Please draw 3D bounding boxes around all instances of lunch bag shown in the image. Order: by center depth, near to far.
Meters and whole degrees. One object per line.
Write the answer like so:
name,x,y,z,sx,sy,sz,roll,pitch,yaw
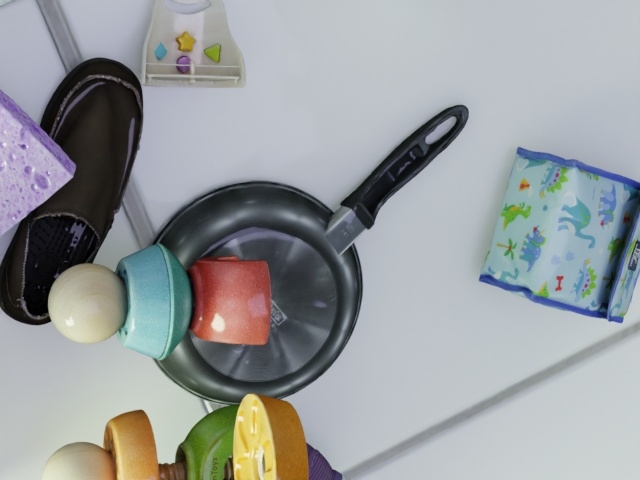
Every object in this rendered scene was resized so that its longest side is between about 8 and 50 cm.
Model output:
lunch bag,0.232,0.000,1.246,0.151,0.096,0.129,16,94,-37

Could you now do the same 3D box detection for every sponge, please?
sponge,-0.295,-0.029,1.040,0.210,0.031,0.117,-38,111,14

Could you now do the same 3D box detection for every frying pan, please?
frying pan,0.005,0.028,1.194,0.326,0.053,0.197,-19,109,-12

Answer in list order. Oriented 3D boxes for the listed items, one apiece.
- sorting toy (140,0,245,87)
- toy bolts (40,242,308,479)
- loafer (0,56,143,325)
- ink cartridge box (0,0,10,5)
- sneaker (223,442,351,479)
sorting toy,-0.104,-0.158,1.115,0.083,0.045,0.075,0,95,-20
toy bolts,-0.118,0.115,1.044,0.158,0.218,0.229,-1,87,-20
loafer,-0.184,-0.031,1.091,0.080,0.078,0.220,15,97,-22
ink cartridge box,-0.274,-0.204,1.035,0.122,0.052,0.088,-28,110,-13
sneaker,-0.107,0.274,1.193,0.124,0.107,0.283,42,82,-8
